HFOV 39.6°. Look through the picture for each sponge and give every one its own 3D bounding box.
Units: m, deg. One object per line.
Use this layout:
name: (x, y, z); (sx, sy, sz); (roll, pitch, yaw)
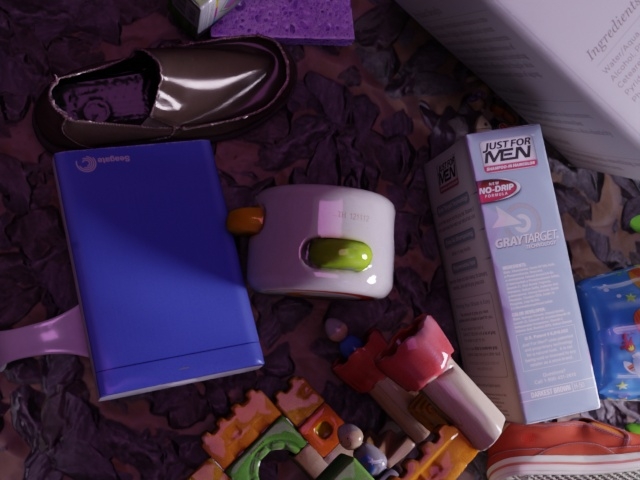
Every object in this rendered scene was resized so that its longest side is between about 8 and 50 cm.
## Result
sponge: (-0.058, -0.342, 1.282); (0.210, 0.031, 0.117); (-2, 82, -12)

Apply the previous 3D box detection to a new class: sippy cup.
sippy cup: (0.468, 0.127, 1.239); (0.224, 0.240, 0.305); (-7, 74, -2)

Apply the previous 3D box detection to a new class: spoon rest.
spoon rest: (-0.282, 0.115, 1.141); (0.276, 0.084, 0.137); (-12, 85, -13)

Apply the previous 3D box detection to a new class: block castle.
block castle: (-0.030, 0.283, 1.059); (0.453, 0.303, 0.213); (-44, 91, -15)

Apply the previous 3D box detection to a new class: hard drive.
hard drive: (-0.210, 0.028, 1.144); (0.210, 0.040, 0.319); (-8, 73, -24)

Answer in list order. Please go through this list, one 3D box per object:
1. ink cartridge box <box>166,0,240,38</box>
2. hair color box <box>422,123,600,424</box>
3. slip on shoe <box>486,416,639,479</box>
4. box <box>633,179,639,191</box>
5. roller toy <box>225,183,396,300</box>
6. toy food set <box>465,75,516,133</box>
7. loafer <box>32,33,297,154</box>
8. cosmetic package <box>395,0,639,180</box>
ink cartridge box: (-0.110, -0.376, 1.203); (0.062, 0.109, 0.209); (46, 76, -3)
hair color box: (0.251, 0.049, 1.211); (0.113, 0.185, 0.374); (-10, 84, -13)
slip on shoe: (0.383, 0.289, 1.210); (0.331, 0.123, 0.101); (2, 50, -7)
box: (0.647, -0.083, 1.349); (0.262, 0.127, 0.231); (-29, 87, -15)
roller toy: (0.000, 0.000, 1.164); (0.209, 0.191, 0.146); (-1, 80, 31)
toy food set: (0.262, -0.194, 1.335); (0.078, 0.019, 0.122); (-14, 85, -14)
loafer: (-0.197, -0.192, 1.179); (0.366, 0.130, 0.134); (-19, 86, -14)
cosmetic package: (0.370, -0.323, 1.157); (0.393, 0.329, 0.327); (39, 92, -15)
